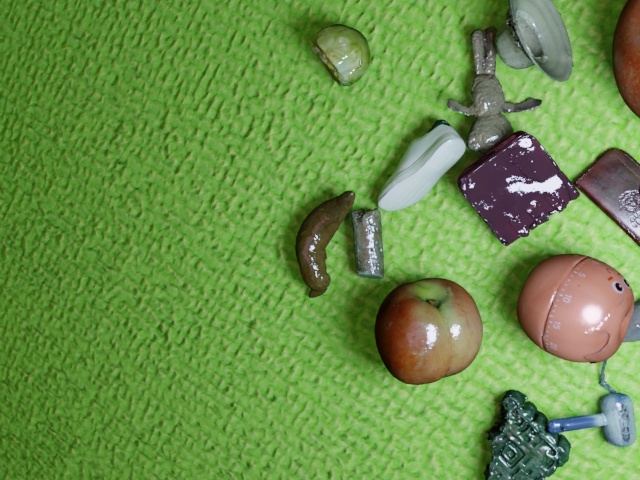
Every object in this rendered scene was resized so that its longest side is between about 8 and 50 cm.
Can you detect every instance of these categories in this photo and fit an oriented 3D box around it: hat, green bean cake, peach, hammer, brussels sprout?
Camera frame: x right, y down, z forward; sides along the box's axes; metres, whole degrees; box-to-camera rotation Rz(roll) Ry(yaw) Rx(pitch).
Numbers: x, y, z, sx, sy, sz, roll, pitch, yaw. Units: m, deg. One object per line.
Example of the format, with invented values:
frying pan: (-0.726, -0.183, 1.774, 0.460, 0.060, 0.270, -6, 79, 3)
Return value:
hat: (0.448, -0.444, 1.432, 0.110, 0.252, 0.252, -23, 84, 45)
green bean cake: (0.446, 0.482, 1.497, 0.193, 0.107, 0.208, 44, 106, 12)
peach: (0.245, 0.213, 1.486, 0.252, 0.252, 0.252, 1, 92, 19)
hammer: (0.600, 0.405, 1.431, 0.194, 0.069, 0.116, -7, 90, -4)
brussels sprout: (0.058, -0.467, 1.585, 0.122, 0.149, 0.151, -41, 118, 1)

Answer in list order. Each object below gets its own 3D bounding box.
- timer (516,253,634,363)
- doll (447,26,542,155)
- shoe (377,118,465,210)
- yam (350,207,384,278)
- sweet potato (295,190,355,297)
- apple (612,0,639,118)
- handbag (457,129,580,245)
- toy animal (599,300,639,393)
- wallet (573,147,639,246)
timer: (0.547, 0.144, 1.381, 0.215, 0.230, 0.229, 28, 101, 33)
doll: (0.381, -0.340, 1.504, 0.203, 0.091, 0.286, -30, 93, -15)
shoe: (0.236, -0.183, 1.567, 0.265, 0.095, 0.110, -40, 42, 31)
yam: (0.119, 0.009, 1.612, 0.078, 0.078, 0.179, -3, 92, 19)
sweet potato: (-0.003, 0.001, 1.643, 0.124, 0.098, 0.310, 24, 105, 24)
apple: (0.744, -0.375, 1.250, 0.348, 0.277, 0.348, -17, 65, 43)
handbag: (0.444, -0.117, 1.464, 0.203, 0.074, 0.216, -39, 103, 19)
toy animal: (0.680, 0.221, 1.428, 0.079, 0.070, 0.253, 37, 106, 31)
wallet: (0.700, -0.085, 1.427, 0.255, 0.031, 0.137, 47, 105, 12)
